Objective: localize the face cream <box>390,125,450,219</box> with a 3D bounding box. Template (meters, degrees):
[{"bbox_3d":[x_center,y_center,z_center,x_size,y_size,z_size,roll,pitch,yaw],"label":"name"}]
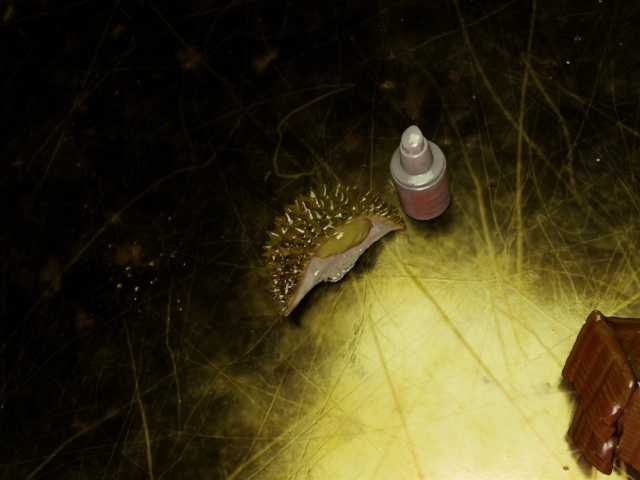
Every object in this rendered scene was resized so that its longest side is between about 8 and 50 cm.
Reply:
[{"bbox_3d":[0.176,-0.126,1.334,0.101,0.251,0.101,-5,69,12],"label":"face cream"}]

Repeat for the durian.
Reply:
[{"bbox_3d":[0.000,0.000,1.405,0.306,0.166,0.172,-45,36,-12],"label":"durian"}]

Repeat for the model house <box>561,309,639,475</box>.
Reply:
[{"bbox_3d":[0.493,0.244,1.173,0.229,0.220,0.199,29,120,27],"label":"model house"}]
